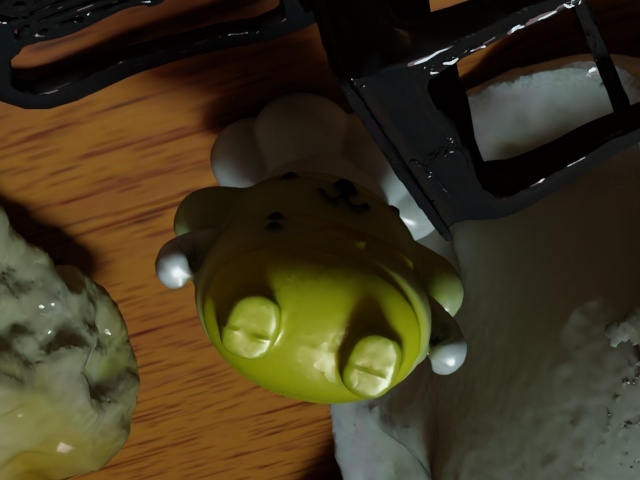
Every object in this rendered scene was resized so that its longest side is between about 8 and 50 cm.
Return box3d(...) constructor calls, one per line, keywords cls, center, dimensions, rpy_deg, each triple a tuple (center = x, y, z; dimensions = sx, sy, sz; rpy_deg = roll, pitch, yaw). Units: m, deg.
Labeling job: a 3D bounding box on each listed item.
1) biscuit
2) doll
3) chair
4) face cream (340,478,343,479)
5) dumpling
box3d(cls="biscuit", center=(-0.205, 0.038, 0.683), dimensions=(0.213, 0.091, 0.274), rpy_deg=(-20, 154, 10))
box3d(cls="doll", center=(0.000, 0.000, 0.641), dimensions=(0.106, 0.162, 0.062), rpy_deg=(19, 115, -7))
box3d(cls="chair", center=(-0.008, -0.060, 0.564), dimensions=(0.229, 0.113, 0.106), rpy_deg=(-22, 150, 11))
box3d(cls="face cream", center=(0.077, 0.120, 0.947), dimensions=(0.105, 0.105, 0.348), rpy_deg=(-1, 151, -21))
box3d(cls="dumpling", center=(0.117, 0.063, 0.731), dimensions=(0.163, 0.293, 0.204), rpy_deg=(-18, -163, -23))
